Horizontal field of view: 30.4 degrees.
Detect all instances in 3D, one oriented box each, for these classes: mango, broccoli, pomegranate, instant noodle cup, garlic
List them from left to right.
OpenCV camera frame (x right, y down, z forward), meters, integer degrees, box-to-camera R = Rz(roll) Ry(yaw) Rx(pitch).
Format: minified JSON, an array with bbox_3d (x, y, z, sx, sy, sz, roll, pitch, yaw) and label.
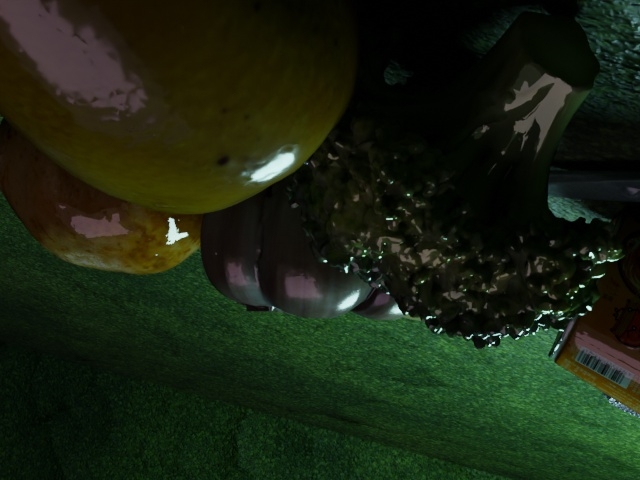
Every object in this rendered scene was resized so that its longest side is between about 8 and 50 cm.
[{"bbox_3d":[-0.153,-0.191,0.716,0.445,0.232,0.300,44,-178,-34],"label":"mango"},{"bbox_3d":[-0.198,-0.077,1.172,0.248,0.248,0.248,17,164,5],"label":"pomegranate"},{"bbox_3d":[0.000,0.000,1.089,0.214,0.160,0.191,15,119,23],"label":"garlic"},{"bbox_3d":[0.099,-0.045,0.916,0.288,0.235,0.260,26,162,-9],"label":"broccoli"},{"bbox_3d":[0.332,0.078,1.137,0.172,0.216,0.216,25,165,10],"label":"instant noodle cup"}]

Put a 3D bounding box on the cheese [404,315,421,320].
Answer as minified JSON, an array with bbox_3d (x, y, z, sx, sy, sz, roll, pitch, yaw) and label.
[{"bbox_3d":[0.062,0.000,1.296,0.316,0.128,0.259,36,160,-36],"label":"cheese"}]

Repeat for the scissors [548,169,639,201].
[{"bbox_3d":[0.314,-0.046,1.038,0.447,0.029,0.192,4,158,40],"label":"scissors"}]

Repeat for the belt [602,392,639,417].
[{"bbox_3d":[0.512,0.190,1.430,0.324,0.122,0.260,13,167,15],"label":"belt"}]
